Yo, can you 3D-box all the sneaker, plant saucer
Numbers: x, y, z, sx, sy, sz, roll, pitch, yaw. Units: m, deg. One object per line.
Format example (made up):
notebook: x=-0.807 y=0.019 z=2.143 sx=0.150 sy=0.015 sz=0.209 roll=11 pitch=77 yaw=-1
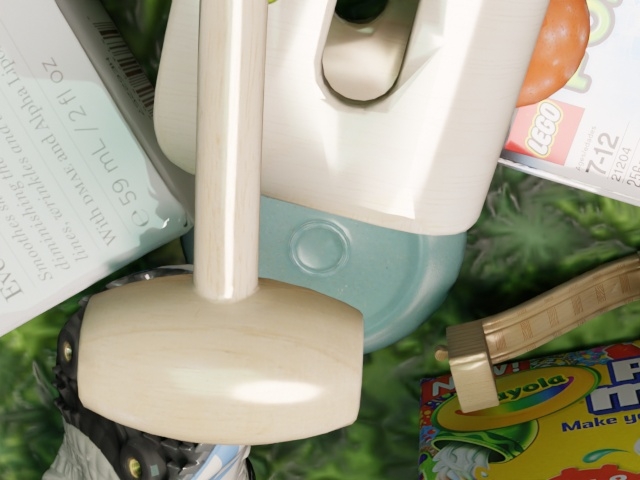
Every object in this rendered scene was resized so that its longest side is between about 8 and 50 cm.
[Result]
sneaker: x=-0.057 y=0.078 z=0.515 sx=0.086 sy=0.085 sz=0.237 roll=-15 pitch=154 yaw=-29
plant saucer: x=0.000 y=0.000 z=0.543 sx=0.119 sy=0.021 sz=0.119 roll=2 pitch=113 yaw=5

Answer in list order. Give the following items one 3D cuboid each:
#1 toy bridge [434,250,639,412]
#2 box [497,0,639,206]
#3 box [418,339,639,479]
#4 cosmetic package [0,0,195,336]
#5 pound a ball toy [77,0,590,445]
toy bridge: x=0.136 y=0.024 z=0.518 sx=0.188 sy=0.063 sz=0.026 roll=-13 pitch=111 yaw=9
box: x=0.144 y=-0.110 z=0.475 sx=0.114 sy=0.036 sz=0.207 roll=16 pitch=114 yaw=-2
box: x=0.190 y=0.163 z=0.457 sx=0.290 sy=0.279 sz=0.177 roll=-12 pitch=112 yaw=9
cosmetic package: x=-0.168 y=-0.004 z=0.501 sx=0.231 sy=0.085 sz=0.117 roll=-30 pitch=97 yaw=7
pound a ball toy: x=0.037 y=-0.114 z=0.384 sx=0.136 sy=0.208 sz=0.319 roll=13 pitch=112 yaw=-4
